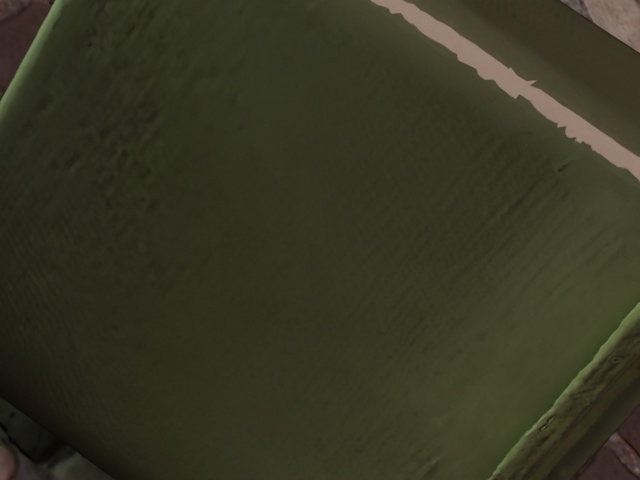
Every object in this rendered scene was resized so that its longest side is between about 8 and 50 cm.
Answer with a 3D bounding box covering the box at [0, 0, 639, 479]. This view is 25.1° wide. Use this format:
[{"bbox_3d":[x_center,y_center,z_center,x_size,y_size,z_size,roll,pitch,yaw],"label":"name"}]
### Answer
[{"bbox_3d":[0.000,0.000,0.770,0.344,0.352,0.177,35,28,-2],"label":"box"}]
